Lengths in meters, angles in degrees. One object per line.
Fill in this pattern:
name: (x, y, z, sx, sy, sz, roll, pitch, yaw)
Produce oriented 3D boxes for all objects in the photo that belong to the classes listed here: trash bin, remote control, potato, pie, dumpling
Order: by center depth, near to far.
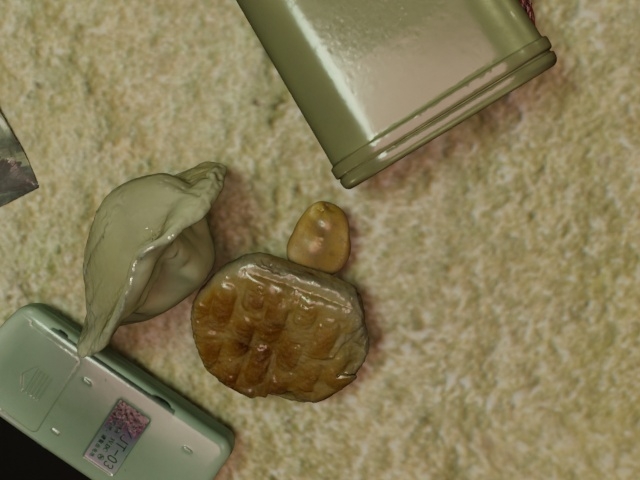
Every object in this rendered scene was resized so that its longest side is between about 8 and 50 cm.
trash bin: (0.063, -0.212, 0.715, 0.243, 0.121, 0.247, -32, 91, 9)
dumpling: (-0.184, 0.025, 0.736, 0.131, 0.179, 0.252, 40, 101, -21)
potato: (0.000, 0.000, 0.778, 0.068, 0.062, 0.083, 0, 135, -20)
pie: (-0.046, 0.103, 0.783, 0.195, 0.046, 0.195, 3, 117, 6)
remote control: (-0.251, 0.198, 0.826, 0.296, 0.056, 0.140, 34, 98, 1)

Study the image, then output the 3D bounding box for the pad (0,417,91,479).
pad: (-0.332, 0.361, 0.890, 0.248, 0.007, 0.367, -2, 98, 6)

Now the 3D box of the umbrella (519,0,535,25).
umbrella: (0.204, -0.250, 0.742, 0.027, 0.025, 0.165, -10, 96, 29)

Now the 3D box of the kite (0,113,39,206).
kite: (-0.445, -0.170, 0.815, 0.170, 0.015, 0.309, -17, 97, 8)
